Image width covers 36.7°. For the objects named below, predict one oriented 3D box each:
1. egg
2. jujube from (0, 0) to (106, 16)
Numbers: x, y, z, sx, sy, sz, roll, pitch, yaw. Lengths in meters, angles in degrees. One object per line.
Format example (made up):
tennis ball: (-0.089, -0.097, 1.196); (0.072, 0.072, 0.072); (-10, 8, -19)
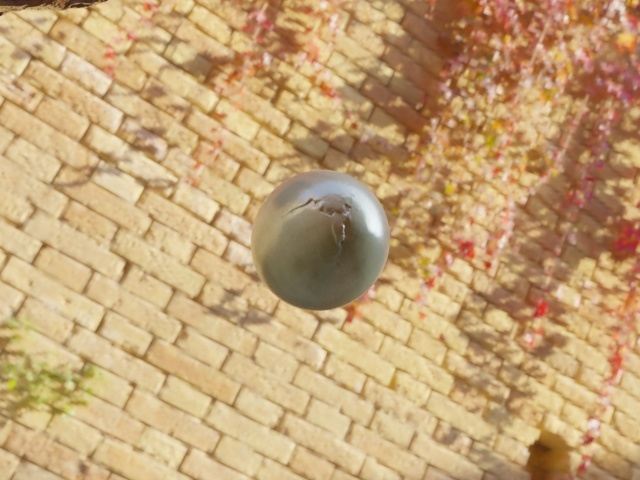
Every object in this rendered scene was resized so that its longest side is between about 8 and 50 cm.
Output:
egg: (0.000, 0.000, 0.792); (0.114, 0.114, 0.152); (27, -16, -3)
jujube: (-0.300, -0.356, 0.991); (0.277, 0.377, 0.276); (29, -38, 26)
